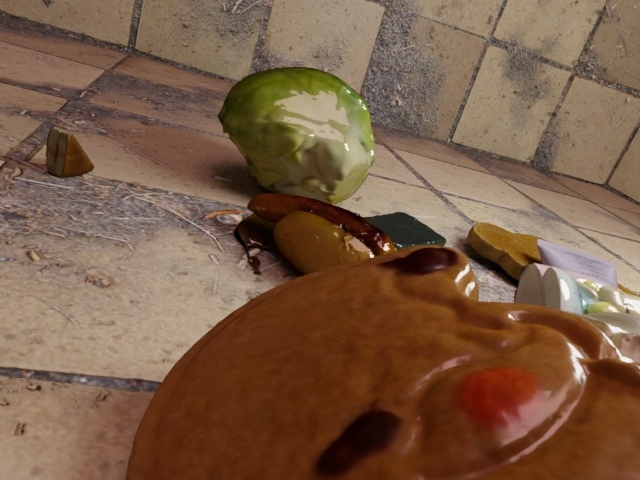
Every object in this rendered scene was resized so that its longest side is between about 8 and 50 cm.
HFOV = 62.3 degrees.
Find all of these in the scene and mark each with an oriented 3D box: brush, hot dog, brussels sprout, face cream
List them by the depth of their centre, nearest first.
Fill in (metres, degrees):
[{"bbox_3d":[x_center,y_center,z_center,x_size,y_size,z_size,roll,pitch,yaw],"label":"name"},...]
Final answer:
[{"bbox_3d":[0.005,0.000,0.807,0.326,0.107,0.194,25,23,17],"label":"hot dog"},{"bbox_3d":[0.465,0.083,0.938,0.154,0.096,0.273,16,31,11],"label":"face cream"},{"bbox_3d":[0.138,-0.001,0.980,0.123,0.059,0.197,35,27,32],"label":"brush"},{"bbox_3d":[-0.045,-0.207,1.093,0.345,0.268,0.343,10,45,-10],"label":"brussels sprout"}]

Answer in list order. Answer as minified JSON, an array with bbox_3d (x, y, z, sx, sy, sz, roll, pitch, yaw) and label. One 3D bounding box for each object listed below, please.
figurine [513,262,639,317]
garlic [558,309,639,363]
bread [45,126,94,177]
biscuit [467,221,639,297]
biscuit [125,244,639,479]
[{"bbox_3d":[0.420,0.166,0.664,0.316,0.206,0.284,13,15,3],"label":"figurine"},{"bbox_3d":[0.198,0.179,0.444,0.185,0.203,0.281,44,53,-16],"label":"garlic"},{"bbox_3d":[-0.415,-0.131,0.864,0.043,0.062,0.109,25,-20,11],"label":"bread"},{"bbox_3d":[0.489,0.062,1.117,0.376,0.051,0.269,27,25,18],"label":"biscuit"},{"bbox_3d":[0.037,0.143,0.319,0.350,0.078,0.455,-31,30,-13],"label":"biscuit"}]
